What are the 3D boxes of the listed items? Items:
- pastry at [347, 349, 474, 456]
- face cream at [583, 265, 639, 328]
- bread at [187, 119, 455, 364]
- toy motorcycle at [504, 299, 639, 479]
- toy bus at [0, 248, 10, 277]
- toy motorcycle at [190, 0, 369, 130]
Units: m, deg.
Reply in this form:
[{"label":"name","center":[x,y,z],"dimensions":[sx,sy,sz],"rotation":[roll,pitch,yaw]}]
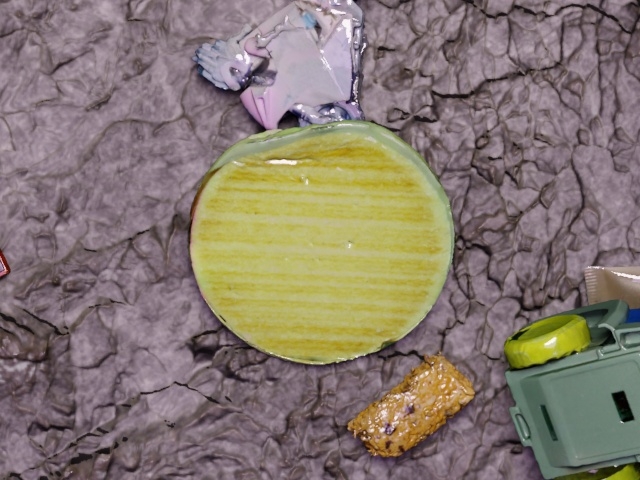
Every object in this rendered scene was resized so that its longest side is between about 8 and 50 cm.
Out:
[{"label":"pastry","center":[0.104,0.191,1.464],"dimensions":[0.140,0.056,0.080],"rotation":[-43,100,1]},{"label":"face cream","center":[0.478,0.071,1.463],"dimensions":[0.341,0.084,0.137],"rotation":[-9,99,7]},{"label":"bread","center":[0.003,0.005,1.428],"dimensions":[0.301,0.045,0.301],"rotation":[1,113,2]},{"label":"toy motorcycle","center":[0.374,0.143,1.380],"dimensions":[0.326,0.200,0.191],"rotation":[-18,94,29]},{"label":"toy bus","center":[-0.390,-0.005,1.460],"dimensions":[0.043,0.031,0.110],"rotation":[-25,94,-3]},{"label":"toy motorcycle","center":[-0.043,-0.218,1.418],"dimensions":[0.204,0.108,0.239],"rotation":[6,82,8]}]
